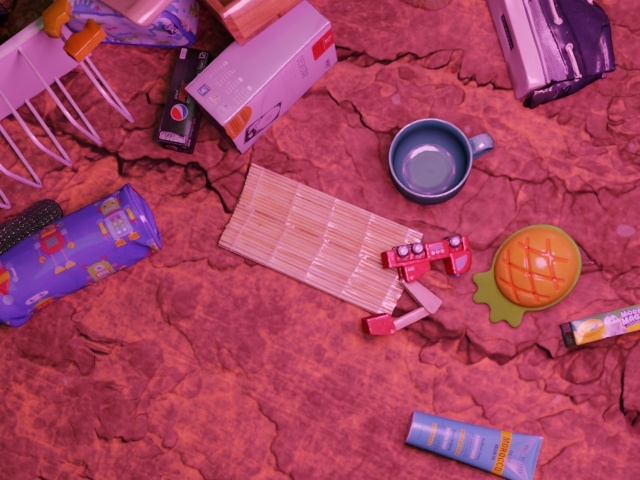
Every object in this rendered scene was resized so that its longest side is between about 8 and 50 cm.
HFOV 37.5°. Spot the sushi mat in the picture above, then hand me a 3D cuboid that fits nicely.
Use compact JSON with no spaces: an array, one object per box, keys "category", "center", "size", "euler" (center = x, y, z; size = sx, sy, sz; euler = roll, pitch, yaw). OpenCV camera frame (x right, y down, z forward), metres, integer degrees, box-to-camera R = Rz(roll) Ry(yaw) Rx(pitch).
[{"category":"sushi mat","center":[0.000,0.000,1.546],"size":[0.316,0.019,0.151],"euler":[23,83,8]}]

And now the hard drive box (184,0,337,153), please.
[{"category":"hard drive box","center":[-0.089,-0.268,1.516],"size":[0.089,0.181,0.232],"euler":[44,88,10]}]

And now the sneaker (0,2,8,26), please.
[{"category":"sneaker","center":[-0.632,-0.312,1.610],"size":[0.106,0.101,0.267],"euler":[23,82,4]}]

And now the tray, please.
[{"category":"tray","center":[-0.144,-0.483,1.511],"size":[0.203,0.076,0.411],"euler":[-37,49,-2]}]

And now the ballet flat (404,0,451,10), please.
[{"category":"ballet flat","center":[0.095,-0.526,1.568],"size":[0.116,0.124,0.342],"euler":[-39,80,-1]}]

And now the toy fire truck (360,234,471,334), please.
[{"category":"toy fire truck","center":[0.153,0.071,1.493],"size":[0.192,0.047,0.135],"euler":[-10,89,-10]}]

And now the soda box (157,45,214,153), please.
[{"category":"soda box","center":[-0.224,-0.235,1.583],"size":[0.053,0.060,0.169],"euler":[12,82,6]}]

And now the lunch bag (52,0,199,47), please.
[{"category":"lunch bag","center":[-0.316,-0.379,1.558],"size":[0.219,0.176,0.090],"euler":[5,86,8]}]

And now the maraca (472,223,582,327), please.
[{"category":"maraca","center":[0.321,0.055,1.474],"size":[0.186,0.099,0.127],"euler":[-43,76,24]}]

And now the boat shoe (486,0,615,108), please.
[{"category":"boat shoe","center":[0.366,-0.392,1.535],"size":[0.158,0.127,0.340],"euler":[-14,88,-4]}]

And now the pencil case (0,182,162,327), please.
[{"category":"pencil case","center":[-0.404,0.030,1.528],"size":[0.306,0.133,0.119],"euler":[-29,54,-1]}]

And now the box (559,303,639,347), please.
[{"category":"box","center":[0.466,0.123,1.442],"size":[0.179,0.105,0.043],"euler":[-12,81,2]}]

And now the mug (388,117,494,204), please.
[{"category":"mug","center":[0.188,-0.119,1.509],"size":[0.158,0.097,0.129],"euler":[14,82,6]}]

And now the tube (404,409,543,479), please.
[{"category":"tube","center":[0.236,0.317,1.465],"size":[0.207,0.052,0.080],"euler":[15,92,1]}]

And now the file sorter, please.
[{"category":"file sorter","center":[-0.475,-0.199,1.536],"size":[0.278,0.193,0.173],"euler":[-36,83,-1]}]

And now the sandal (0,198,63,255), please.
[{"category":"sandal","center":[-0.515,-0.006,1.589],"size":[0.179,0.040,0.067],"euler":[-32,85,-15]}]

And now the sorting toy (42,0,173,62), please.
[{"category":"sorting toy","center":[-0.310,-0.412,1.452],"size":[0.229,0.041,0.307],"euler":[36,78,25]}]
